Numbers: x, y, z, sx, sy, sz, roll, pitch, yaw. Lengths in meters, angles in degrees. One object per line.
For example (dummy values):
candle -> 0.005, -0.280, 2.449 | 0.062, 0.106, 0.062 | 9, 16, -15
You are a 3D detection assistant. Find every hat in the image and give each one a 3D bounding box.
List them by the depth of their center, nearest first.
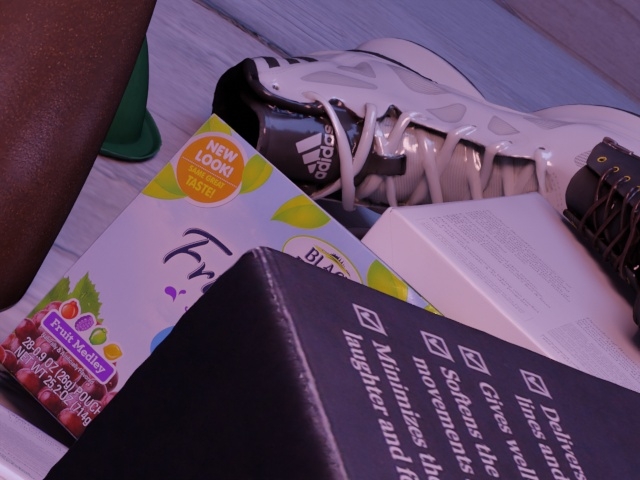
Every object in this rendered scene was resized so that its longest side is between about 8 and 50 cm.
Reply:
hat -> -0.146, -0.181, 1.333 | 0.173, 0.183, 0.208 | 46, 19, 19

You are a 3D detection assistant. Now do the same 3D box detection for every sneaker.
sneaker -> 0.194, 0.002, 1.124 | 0.118, 0.083, 0.222 | 27, 18, 13
sneaker -> 0.081, -0.036, 1.410 | 0.257, 0.169, 0.447 | -9, 26, -42

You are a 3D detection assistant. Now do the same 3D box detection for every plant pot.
plant pot -> -0.189, -0.116, 1.020 | 0.215, 0.230, 0.215 | 35, 18, -13

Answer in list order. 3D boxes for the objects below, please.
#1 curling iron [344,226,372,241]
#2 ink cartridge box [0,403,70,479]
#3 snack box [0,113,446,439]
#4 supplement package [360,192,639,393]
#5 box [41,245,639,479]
curling iron -> 0.000, 0.000, 1.248 | 0.068, 0.035, 0.274 | 37, -11, -23
ink cartridge box -> -0.171, 0.090, 0.822 | 0.206, 0.045, 0.208 | 36, -3, -13
snack box -> -0.034, 0.067, 0.949 | 0.207, 0.174, 0.070 | 43, -2, 16
supplement package -> 0.100, 0.110, 1.100 | 0.199, 0.198, 0.263 | 44, 19, 15
box -> 0.100, 0.221, 0.649 | 0.395, 0.212, 0.293 | 22, 32, -35
